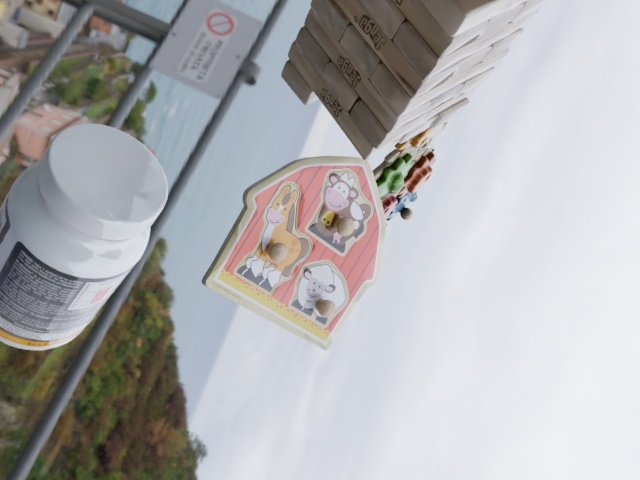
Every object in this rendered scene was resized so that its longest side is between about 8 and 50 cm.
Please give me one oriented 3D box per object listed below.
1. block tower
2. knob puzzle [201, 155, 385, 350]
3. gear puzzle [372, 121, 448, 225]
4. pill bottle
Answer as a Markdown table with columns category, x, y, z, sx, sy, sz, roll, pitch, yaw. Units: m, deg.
| category | x | y | z | sx | sy | sz | roll | pitch | yaw |
| --- | --- | --- | --- | --- | --- | --- | --- | --- | --- |
| block tower | 0.080 | -0.164 | 0.333 | 0.091 | 0.097 | 0.335 | -31 | 170 | -28 |
| knob puzzle | 0.000 | 0.000 | 0.716 | 0.030 | 0.213 | 0.213 | 23 | -89 | 57 |
| gear puzzle | 0.129 | -0.095 | 1.019 | 0.175 | 0.044 | 0.339 | -40 | 165 | -22 |
| pill bottle | -0.296 | 0.001 | 0.817 | 0.278 | 0.162 | 0.162 | -42 | -160 | 39 |
